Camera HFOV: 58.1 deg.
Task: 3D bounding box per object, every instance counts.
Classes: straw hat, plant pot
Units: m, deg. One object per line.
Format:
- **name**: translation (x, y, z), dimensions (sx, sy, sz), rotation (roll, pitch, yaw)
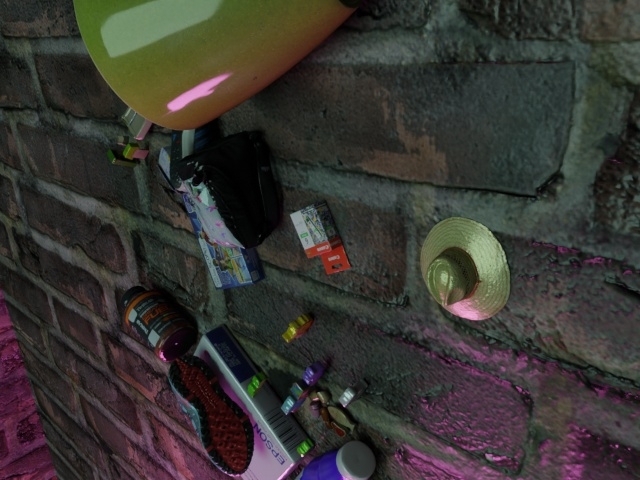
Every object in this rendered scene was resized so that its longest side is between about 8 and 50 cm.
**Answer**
- **straw hat**: translation (0.167, 0.047, 0.739), dimensions (0.144, 0.061, 0.145), rotation (21, 122, 38)
- **plant pot**: translation (-0.105, -0.310, 0.733), dimensions (0.293, 0.274, 0.275), rotation (-10, 101, 32)

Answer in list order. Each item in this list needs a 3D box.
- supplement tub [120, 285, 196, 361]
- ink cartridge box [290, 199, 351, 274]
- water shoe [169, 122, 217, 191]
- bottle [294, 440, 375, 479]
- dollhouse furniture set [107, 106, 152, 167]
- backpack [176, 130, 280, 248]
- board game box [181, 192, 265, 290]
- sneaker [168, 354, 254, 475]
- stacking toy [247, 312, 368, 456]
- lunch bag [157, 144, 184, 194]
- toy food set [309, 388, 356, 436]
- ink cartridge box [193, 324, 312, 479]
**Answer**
- **supplement tub**: translation (-0.389, 0.188, 1.355), dimensions (0.197, 0.106, 0.106), rotation (35, 130, 30)
- **ink cartridge box**: translation (0.000, 0.000, 0.916), dimensions (0.062, 0.029, 0.115), rotation (-20, 93, 48)
- **water shoe**: translation (-0.220, -0.184, 1.035), dimensions (0.072, 0.080, 0.203), rotation (3, 85, 50)
- **bottle**: translation (0.015, 0.462, 1.068), dimensions (0.118, 0.092, 0.283), rotation (49, 136, 20)
- **dollhouse furniture set**: translation (-0.391, -0.223, 1.228), dimensions (0.152, 0.058, 0.076), rotation (-50, 62, 26)
- **backpack**: translation (-0.148, -0.075, 0.967), dimensions (0.115, 0.152, 0.182), rotation (6, 125, 50)
- **board game box**: translation (-0.188, -0.009, 1.106), dimensions (0.136, 0.035, 0.201), rotation (-12, 99, 48)
- **sneaker**: translation (-0.220, 0.360, 1.185), dimensions (0.262, 0.104, 0.125), rotation (56, 154, 19)
- **stacking toy**: translation (-0.029, 0.262, 1.029), dimensions (0.167, 0.052, 0.221), rotation (46, 123, 22)
- **lunch bag**: translation (-0.285, -0.137, 1.136), dimensions (0.071, 0.053, 0.083), rotation (56, 147, 13)
- **toy food set**: translation (0.013, 0.313, 1.058), dimensions (0.122, 0.019, 0.078), rotation (40, 133, 21)
- **ink cartridge box**: translation (-0.189, 0.403, 1.276), dimensions (0.324, 0.071, 0.330), rotation (48, 135, 19)
